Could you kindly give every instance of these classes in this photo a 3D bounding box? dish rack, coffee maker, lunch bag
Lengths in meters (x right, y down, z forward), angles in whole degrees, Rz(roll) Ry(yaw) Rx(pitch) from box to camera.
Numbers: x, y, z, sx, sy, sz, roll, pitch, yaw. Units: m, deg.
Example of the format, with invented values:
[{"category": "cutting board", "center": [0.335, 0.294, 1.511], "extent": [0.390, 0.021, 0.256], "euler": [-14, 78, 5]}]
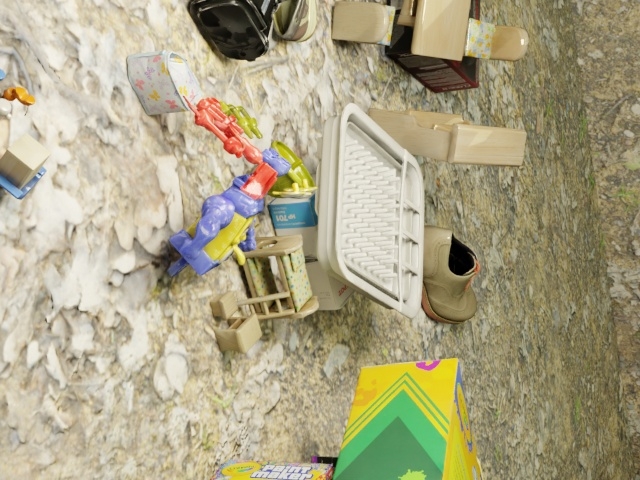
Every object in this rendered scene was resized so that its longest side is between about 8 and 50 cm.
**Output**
[{"category": "dish rack", "center": [0.075, -0.039, 1.714], "extent": [0.333, 0.072, 0.285], "euler": [33, 56, -59]}, {"category": "coffee maker", "center": [-0.118, -0.375, 1.539], "extent": [0.171, 0.120, 0.178], "euler": [39, 48, -25]}, {"category": "lunch bag", "center": [-0.203, -0.209, 1.378], "extent": [0.083, 0.071, 0.053], "euler": [63, 37, -36]}]

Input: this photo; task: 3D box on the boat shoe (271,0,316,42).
[{"category": "boat shoe", "center": [-0.050, -0.426, 1.687], "extent": [0.073, 0.080, 0.223], "euler": [-28, 116, -66]}]

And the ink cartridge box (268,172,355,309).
[{"category": "ink cartridge box", "center": [0.000, 0.000, 1.729], "extent": [0.139, 0.082, 0.190], "euler": [-45, 127, -56]}]

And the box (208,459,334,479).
[{"category": "box", "center": [-0.083, 0.489, 1.412], "extent": [0.279, 0.177, 0.290], "euler": [-45, 126, -57]}]

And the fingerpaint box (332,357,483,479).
[{"category": "fingerpaint box", "center": [0.145, 0.456, 1.518], "extent": [0.371, 0.163, 0.445], "euler": [-69, 148, -59]}]

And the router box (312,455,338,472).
[{"category": "router box", "center": [0.082, 0.395, 1.784], "extent": [0.179, 0.133, 0.046], "euler": [35, 57, -57]}]

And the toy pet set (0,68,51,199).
[{"category": "toy pet set", "center": [-0.344, -0.103, 1.134], "extent": [0.114, 0.065, 0.122], "euler": [41, 38, -8]}]

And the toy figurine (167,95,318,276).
[{"category": "toy figurine", "center": [-0.142, -0.051, 1.431], "extent": [0.191, 0.217, 0.362], "euler": [40, 8, -1]}]

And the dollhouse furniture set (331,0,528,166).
[{"category": "dollhouse furniture set", "center": [0.236, -0.346, 1.906], "extent": [0.362, 0.256, 0.394], "euler": [0, 102, -38]}]

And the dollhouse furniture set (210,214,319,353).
[{"category": "dollhouse furniture set", "center": [-0.090, 0.044, 1.529], "extent": [0.161, 0.101, 0.182], "euler": [-46, 127, -55]}]

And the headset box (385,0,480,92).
[{"category": "headset box", "center": [0.244, -0.447, 2.218], "extent": [0.293, 0.110, 0.218], "euler": [22, 68, -60]}]

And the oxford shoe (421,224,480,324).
[{"category": "oxford shoe", "center": [0.270, 0.080, 2.183], "extent": [0.348, 0.130, 0.123], "euler": [45, 49, -52]}]
